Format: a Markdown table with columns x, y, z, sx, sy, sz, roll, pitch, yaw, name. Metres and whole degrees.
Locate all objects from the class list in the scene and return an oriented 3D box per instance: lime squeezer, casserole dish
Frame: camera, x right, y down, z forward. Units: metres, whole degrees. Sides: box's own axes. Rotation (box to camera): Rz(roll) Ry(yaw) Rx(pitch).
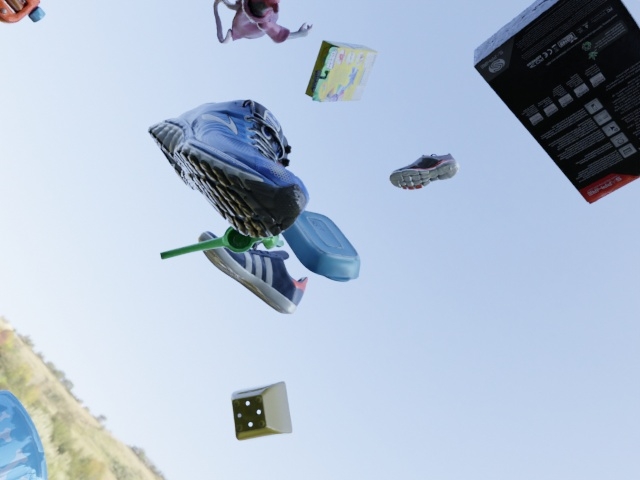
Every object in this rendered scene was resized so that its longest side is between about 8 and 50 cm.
| x | y | z | sx | sy | sz | roll | pitch | yaw | name |
| --- | --- | --- | --- | --- | --- | --- | --- | --- | --- |
| -0.152 | -0.004 | 1.036 | 0.110 | 0.310 | 0.059 | -3 | -88 | 39 | lime squeezer |
| 0.000 | 0.000 | 0.889 | 0.037 | 0.114 | 0.188 | -65 | -144 | 22 | casserole dish |

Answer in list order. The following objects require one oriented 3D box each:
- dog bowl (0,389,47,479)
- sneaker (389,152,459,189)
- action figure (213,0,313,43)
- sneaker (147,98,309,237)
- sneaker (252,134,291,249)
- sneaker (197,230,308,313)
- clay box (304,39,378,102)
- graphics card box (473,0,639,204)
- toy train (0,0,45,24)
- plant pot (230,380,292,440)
| x | y | z | sx | sy | sz | roll | pitch | yaw | name |
| --- | --- | --- | --- | --- | --- | --- | --- | --- | --- |
| -0.377 | 0.171 | 0.481 | 0.297 | 0.074 | 0.166 | 36 | -76 | 15 | dog bowl |
| 0.232 | -0.162 | 1.220 | 0.158 | 0.065 | 0.061 | -9 | -43 | 4 | sneaker |
| -0.172 | -0.652 | 1.430 | 0.370 | 0.275 | 0.248 | -106 | -175 | -65 | action figure |
| -0.105 | -0.119 | 0.685 | 0.330 | 0.147 | 0.130 | 38 | -17 | 48 | sneaker |
| -0.159 | -0.120 | 1.256 | 0.135 | 0.097 | 0.276 | 10 | -92 | 22 | sneaker |
| -0.183 | 0.060 | 1.535 | 0.350 | 0.148 | 0.131 | 41 | -20 | -19 | sneaker |
| 0.044 | -0.390 | 1.244 | 0.053 | 0.222 | 0.127 | 33 | -61 | 22 | clay box |
| 0.474 | -0.261 | 0.946 | 0.371 | 0.094 | 0.233 | 40 | -51 | -19 | graphics card box |
| -0.392 | -0.286 | 0.574 | 0.046 | 0.125 | 0.166 | 9 | -28 | 37 | toy train |
| -0.096 | 0.260 | 0.815 | 0.083 | 0.081 | 0.081 | 55 | 24 | -71 | plant pot |
